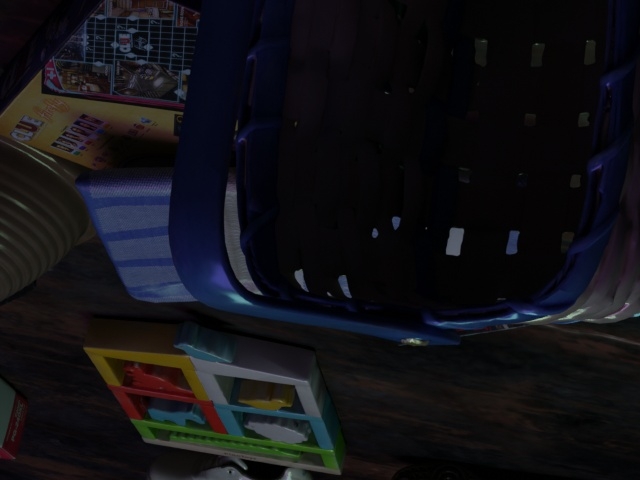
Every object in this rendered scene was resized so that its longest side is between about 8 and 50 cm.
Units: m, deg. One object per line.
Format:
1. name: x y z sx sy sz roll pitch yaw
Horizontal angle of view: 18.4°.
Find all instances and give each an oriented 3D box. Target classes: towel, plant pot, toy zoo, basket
1. towel: 0.000 0.000 1.254 0.285 0.034 0.209 1 162 2
2. plant pot: -0.265 -0.020 1.327 0.237 0.109 0.237 10 157 5
3. toy zoo: -0.087 0.129 1.684 0.192 0.030 0.293 8 157 12
4. basket: 0.042 -0.071 0.859 0.201 0.254 0.289 1 166 32

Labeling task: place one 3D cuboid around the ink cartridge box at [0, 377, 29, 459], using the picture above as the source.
1. ink cartridge box: -0.351 0.145 1.820 0.109 0.063 0.150 5 156 19

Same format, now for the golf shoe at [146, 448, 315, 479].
1. golf shoe: -0.086 0.213 1.860 0.176 0.069 0.086 5 138 18

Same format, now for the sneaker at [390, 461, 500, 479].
1. sneaker: 0.156 0.248 1.792 0.188 0.066 0.071 7 158 15

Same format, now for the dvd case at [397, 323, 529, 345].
1. dvd case: 0.122 0.054 1.366 0.087 0.013 0.119 -11 178 -45

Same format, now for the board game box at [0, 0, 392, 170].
1. board game box: -0.080 -0.092 1.146 0.165 0.042 0.243 21 156 -20

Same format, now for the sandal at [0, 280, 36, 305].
1. sandal: -0.298 0.041 1.591 0.179 0.040 0.067 -22 147 31
